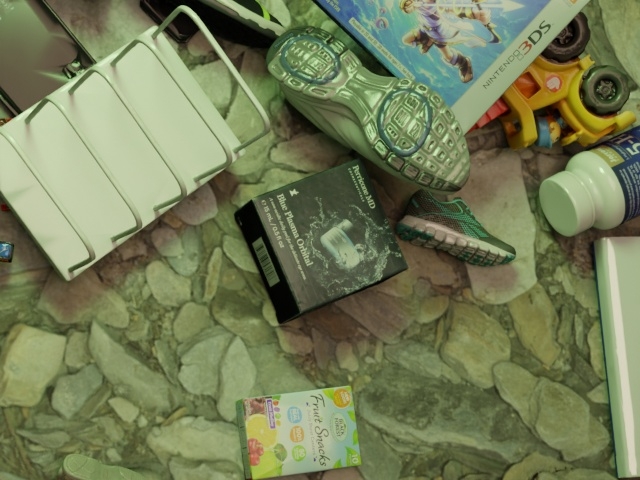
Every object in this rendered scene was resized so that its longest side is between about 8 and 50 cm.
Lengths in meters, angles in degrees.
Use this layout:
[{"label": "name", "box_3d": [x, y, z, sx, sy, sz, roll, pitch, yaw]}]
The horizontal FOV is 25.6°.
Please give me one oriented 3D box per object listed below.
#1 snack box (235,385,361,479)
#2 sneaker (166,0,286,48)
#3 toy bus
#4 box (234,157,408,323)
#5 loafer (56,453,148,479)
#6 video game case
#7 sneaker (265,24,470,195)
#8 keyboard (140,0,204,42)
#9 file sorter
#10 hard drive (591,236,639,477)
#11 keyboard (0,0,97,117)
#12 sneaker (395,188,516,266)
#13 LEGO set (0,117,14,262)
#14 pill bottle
[{"label": "snack box", "box_3d": [-0.027, 0.236, 1.729, 0.141, 0.037, 0.100, -4, 81, -18]}, {"label": "sneaker", "box_3d": [-0.129, -0.327, 1.763, 0.235, 0.084, 0.097, 29, 75, -26]}, {"label": "toy bus", "box_3d": [0.277, -0.193, 1.866, 0.211, 0.149, 0.220, -37, 94, -7]}, {"label": "box", "box_3d": [0.000, 0.000, 1.757, 0.158, 0.093, 0.156, -22, 86, -21]}, {"label": "loafer", "box_3d": [-0.249, 0.289, 1.653, 0.125, 0.039, 0.045, 26, 39, -14]}, {"label": "video game case", "box_3d": [0.159, -0.306, 1.743, 0.269, 0.061, 0.244, 42, 92, -11]}, {"label": "sneaker", "box_3d": [0.066, -0.153, 1.751, 0.297, 0.129, 0.111, 39, 77, 17]}, {"label": "keyboard", "box_3d": [-0.159, -0.348, 1.817, 0.108, 0.023, 0.180, 45, 69, -11]}, {"label": "file sorter", "box_3d": [-0.223, -0.116, 1.620, 0.278, 0.173, 0.193, -38, 97, -22]}, {"label": "hard drive", "box_3d": [0.482, 0.154, 1.903, 0.210, 0.040, 0.318, -1, 79, -18]}, {"label": "keyboard", "box_3d": [-0.384, -0.311, 1.734, 0.201, 0.033, 0.317, -40, 93, -14]}, {"label": "sneaker", "box_3d": [0.184, -0.019, 1.836, 0.166, 0.065, 0.076, 21, 70, -14]}, {"label": "LEGO set", "box_3d": [-0.433, -0.083, 1.674, 0.244, 0.060, 0.182, 38, 75, 1]}, {"label": "pill bottle", "box_3d": [0.392, -0.078, 1.885, 0.187, 0.112, 0.112, -25, 87, -21]}]
